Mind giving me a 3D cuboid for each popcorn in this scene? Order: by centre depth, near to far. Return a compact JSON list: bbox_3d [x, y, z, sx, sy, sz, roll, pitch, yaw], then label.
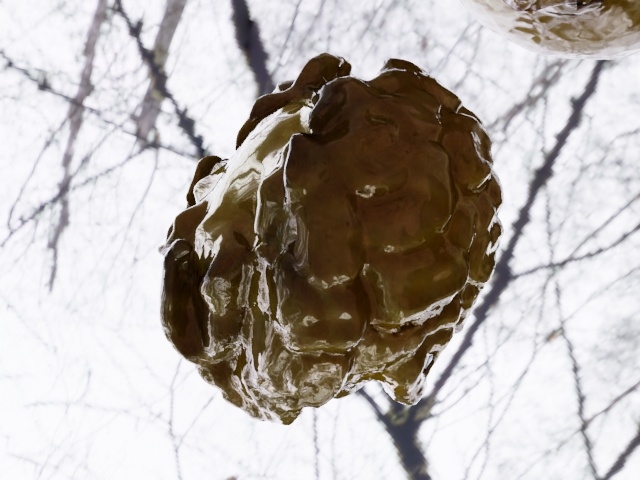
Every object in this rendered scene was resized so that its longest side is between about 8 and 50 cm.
[{"bbox_3d":[0.000,0.000,0.744,0.190,0.250,0.250,19,-125,-17],"label":"popcorn"}]

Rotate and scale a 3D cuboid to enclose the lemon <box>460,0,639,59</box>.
[{"bbox_3d":[0.190,-0.242,0.809,0.236,0.236,0.263,41,-164,4],"label":"lemon"}]

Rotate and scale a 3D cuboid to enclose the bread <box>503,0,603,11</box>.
[{"bbox_3d":[0.104,-0.140,0.367,0.103,0.187,0.065,15,-122,-50],"label":"bread"}]
